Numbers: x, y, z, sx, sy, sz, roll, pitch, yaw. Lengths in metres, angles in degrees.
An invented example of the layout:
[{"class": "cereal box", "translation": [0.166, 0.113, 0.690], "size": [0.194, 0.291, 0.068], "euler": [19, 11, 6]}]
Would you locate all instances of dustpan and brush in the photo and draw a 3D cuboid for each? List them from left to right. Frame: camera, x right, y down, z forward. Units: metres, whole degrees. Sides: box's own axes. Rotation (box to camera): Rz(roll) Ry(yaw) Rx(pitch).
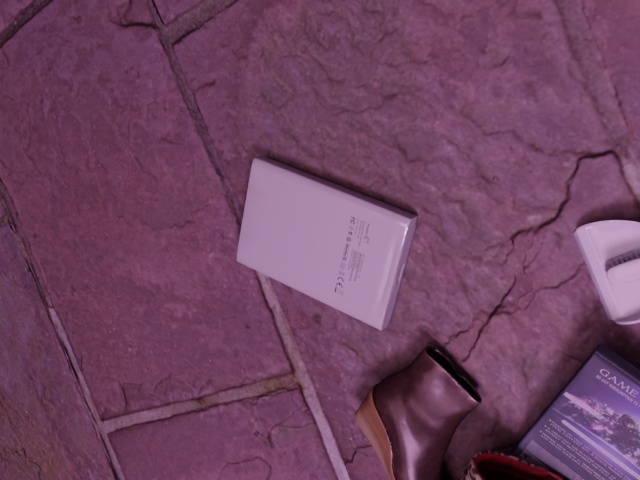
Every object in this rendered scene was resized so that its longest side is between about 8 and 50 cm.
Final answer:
[{"class": "dustpan and brush", "translation": [0.441, 0.024, 0.883], "size": [0.211, 0.060, 0.147], "euler": [-22, 90, 36]}]

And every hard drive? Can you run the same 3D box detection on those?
[{"class": "hard drive", "translation": [0.000, 0.000, 1.179], "size": [0.308, 0.040, 0.203], "euler": [24, 115, 26]}]

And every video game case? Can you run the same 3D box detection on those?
[{"class": "video game case", "translation": [0.404, 0.287, 0.960], "size": [0.196, 0.026, 0.274], "euler": [37, 136, 20]}]

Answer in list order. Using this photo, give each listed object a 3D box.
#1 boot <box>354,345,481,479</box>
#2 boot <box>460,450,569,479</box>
[{"class": "boot", "translation": [0.185, 0.316, 1.116], "size": [0.248, 0.090, 0.207], "euler": [50, 123, 11]}, {"class": "boot", "translation": [0.323, 0.498, 1.028], "size": [0.377, 0.138, 0.284], "euler": [27, 117, 15]}]
